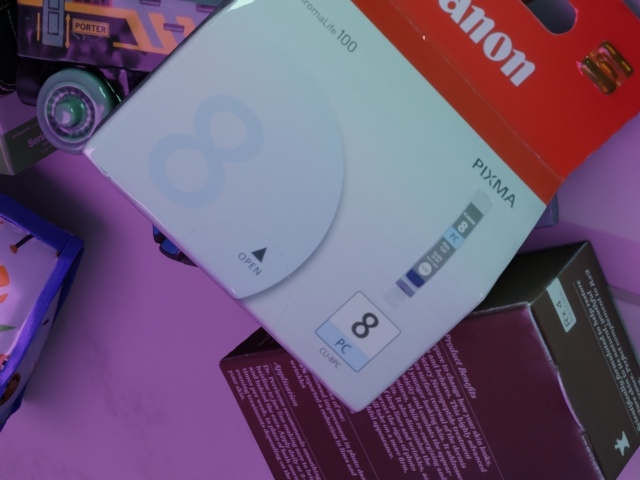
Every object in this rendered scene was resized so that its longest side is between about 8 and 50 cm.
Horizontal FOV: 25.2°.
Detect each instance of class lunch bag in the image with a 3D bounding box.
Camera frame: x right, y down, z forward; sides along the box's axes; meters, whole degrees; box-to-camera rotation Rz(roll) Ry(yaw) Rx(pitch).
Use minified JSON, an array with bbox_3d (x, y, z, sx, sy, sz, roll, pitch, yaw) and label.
[{"bbox_3d":[-0.476,0.069,1.654,0.328,0.239,0.385,28,127,-5],"label":"lunch bag"}]

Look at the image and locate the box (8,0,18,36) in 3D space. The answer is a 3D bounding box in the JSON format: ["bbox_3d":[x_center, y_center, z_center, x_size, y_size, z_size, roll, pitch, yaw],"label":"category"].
[{"bbox_3d":[-0.211,-0.242,1.399,0.184,0.103,0.261,-2,114,39],"label":"box"}]

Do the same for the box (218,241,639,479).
[{"bbox_3d":[0.105,0.140,1.374,0.381,0.143,0.191,-12,108,42],"label":"box"}]

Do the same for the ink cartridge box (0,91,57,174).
[{"bbox_3d":[-0.388,-0.193,1.562,0.160,0.092,0.219,9,121,33],"label":"ink cartridge box"}]

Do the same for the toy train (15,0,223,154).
[{"bbox_3d":[-0.116,-0.163,1.244,0.334,0.142,0.190,10,109,20],"label":"toy train"}]

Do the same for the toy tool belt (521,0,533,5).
[{"bbox_3d":[0.145,-0.220,1.197,0.083,0.052,0.051,46,164,9],"label":"toy tool belt"}]

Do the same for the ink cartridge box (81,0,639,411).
[{"bbox_3d":[0.056,-0.100,1.121,0.385,0.091,0.308,-43,103,9],"label":"ink cartridge box"}]

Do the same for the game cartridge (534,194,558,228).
[{"bbox_3d":[0.182,-0.048,1.288,0.056,0.017,0.083,-10,109,35],"label":"game cartridge"}]

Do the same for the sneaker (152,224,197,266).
[{"bbox_3d":[0.000,0.000,1.341,0.341,0.140,0.125,22,99,39],"label":"sneaker"}]

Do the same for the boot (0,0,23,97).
[{"bbox_3d":[-0.299,-0.253,1.334,0.179,0.085,0.236,-10,114,33],"label":"boot"}]
